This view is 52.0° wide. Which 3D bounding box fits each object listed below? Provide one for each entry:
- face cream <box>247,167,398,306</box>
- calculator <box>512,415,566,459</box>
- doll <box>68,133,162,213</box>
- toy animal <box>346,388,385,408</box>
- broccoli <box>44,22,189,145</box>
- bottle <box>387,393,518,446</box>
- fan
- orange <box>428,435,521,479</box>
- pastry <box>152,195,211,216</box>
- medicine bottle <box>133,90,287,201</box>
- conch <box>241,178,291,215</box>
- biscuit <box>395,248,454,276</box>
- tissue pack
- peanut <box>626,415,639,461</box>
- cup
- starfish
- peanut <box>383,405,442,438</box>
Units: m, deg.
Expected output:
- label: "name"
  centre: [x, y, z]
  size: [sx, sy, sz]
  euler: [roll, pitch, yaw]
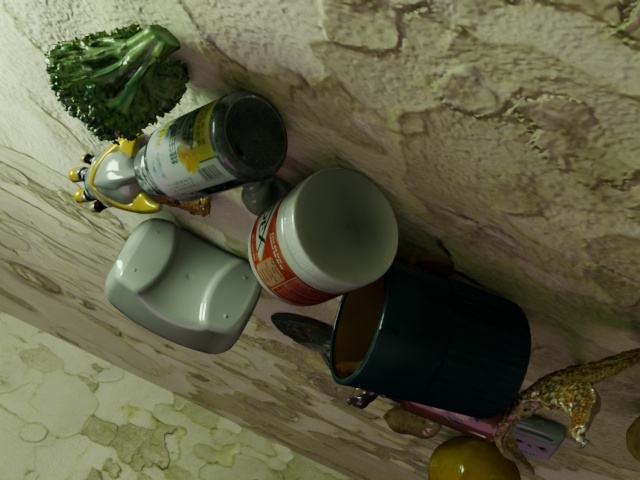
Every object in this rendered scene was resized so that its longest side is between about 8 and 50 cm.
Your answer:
- label: "face cream"
  centre: [0.000, 0.000, 1.112]
  size: [0.201, 0.201, 0.187]
  euler: [34, 151, -17]
- label: "calculator"
  centre: [0.553, 0.513, 1.721]
  size: [0.141, 0.045, 0.246]
  euler: [16, 150, 14]
- label: "doll"
  centre: [-0.421, -0.129, 1.330]
  size: [0.103, 0.145, 0.316]
  euler: [13, 170, -41]
- label: "toy animal"
  centre: [0.199, 0.288, 1.482]
  size: [0.343, 0.106, 0.168]
  euler: [-12, 96, 34]
- label: "broccoli"
  centre: [-0.275, -0.244, 0.961]
  size: [0.194, 0.194, 0.220]
  euler: [2, -177, 36]
- label: "bottle"
  centre: [0.293, 0.375, 1.585]
  size: [0.336, 0.144, 0.144]
  euler: [16, 151, 17]
- label: "fan"
  centre: [-0.039, 0.269, 1.801]
  size: [0.223, 0.012, 0.294]
  euler: [23, 151, 3]
- label: "orange"
  centre: [0.450, 0.714, 1.945]
  size: [0.279, 0.235, 0.279]
  euler: [17, 143, 14]
- label: "pastry"
  centre: [-0.284, -0.093, 1.333]
  size: [0.140, 0.056, 0.080]
  euler: [17, 152, 6]
- label: "medicine bottle"
  centre: [-0.195, -0.143, 1.085]
  size: [0.293, 0.141, 0.141]
  euler: [-10, 137, 47]
- label: "conch"
  centre: [-0.102, -0.089, 1.202]
  size: [0.065, 0.088, 0.180]
  euler: [60, 178, 31]
- label: "biscuit"
  centre: [0.163, 0.049, 1.244]
  size: [0.205, 0.031, 0.138]
  euler: [-8, 147, 45]
- label: "tissue pack"
  centre: [-0.319, 0.117, 1.529]
  size: [0.333, 0.229, 0.236]
  euler: [28, 150, -7]
- label: "peanut"
  centre: [0.725, 0.385, 1.260]
  size: [0.148, 0.147, 0.319]
  euler: [33, 151, -15]
- label: "cup"
  centre: [0.185, 0.190, 1.206]
  size: [0.292, 0.242, 0.308]
  euler: [18, 147, -13]
- label: "starfish"
  centre: [0.437, 0.278, 1.124]
  size: [0.132, 0.384, 0.398]
  euler: [58, 150, 23]
- label: "peanut"
  centre: [0.273, 0.532, 1.924]
  size: [0.214, 0.099, 0.099]
  euler: [-11, 136, 45]
